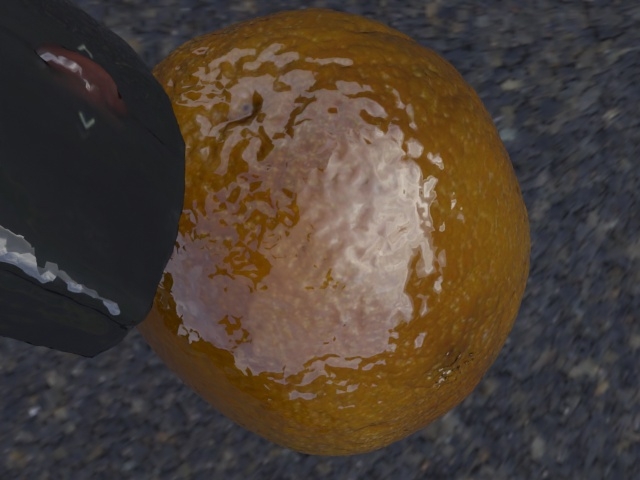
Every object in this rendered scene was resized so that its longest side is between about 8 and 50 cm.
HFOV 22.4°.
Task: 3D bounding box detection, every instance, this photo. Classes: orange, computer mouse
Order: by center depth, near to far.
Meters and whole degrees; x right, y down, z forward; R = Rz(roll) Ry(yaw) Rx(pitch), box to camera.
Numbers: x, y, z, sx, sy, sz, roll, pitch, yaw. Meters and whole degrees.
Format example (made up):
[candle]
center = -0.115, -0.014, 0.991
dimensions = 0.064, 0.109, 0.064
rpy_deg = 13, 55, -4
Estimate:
[computer mouse]
center = -0.174, -0.063, 0.637
dimensions = 0.269, 0.170, 0.100
rpy_deg = 17, 138, -29
[orange]
center = 0.000, 0.000, 1.247
dimensions = 0.322, 0.357, 0.322
rpy_deg = -8, 52, 11
